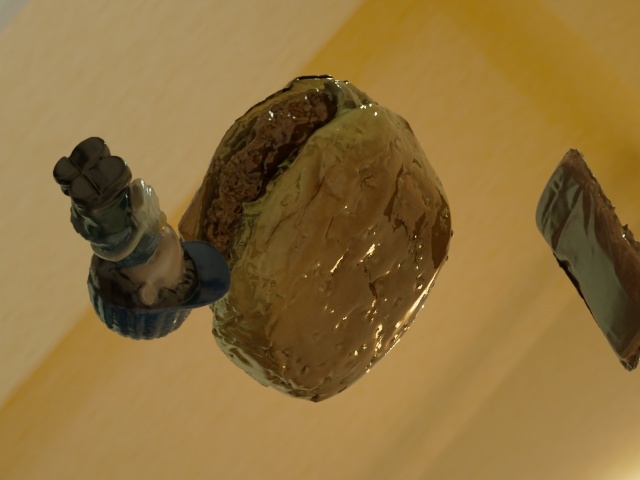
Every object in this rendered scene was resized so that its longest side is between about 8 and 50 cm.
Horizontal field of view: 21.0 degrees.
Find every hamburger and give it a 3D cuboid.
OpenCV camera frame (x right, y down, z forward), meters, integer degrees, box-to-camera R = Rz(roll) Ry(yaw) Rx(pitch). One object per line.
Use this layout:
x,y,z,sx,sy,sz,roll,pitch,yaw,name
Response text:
0.000,0.001,1.502,0.145,0.259,0.283,32,-7,39,hamburger

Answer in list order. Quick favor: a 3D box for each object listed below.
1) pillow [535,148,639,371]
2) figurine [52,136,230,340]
0.277,0.017,1.704,0.211,0.034,0.135,63,-23,26,pillow
-0.119,0.004,1.092,0.086,0.087,0.149,38,-14,37,figurine
